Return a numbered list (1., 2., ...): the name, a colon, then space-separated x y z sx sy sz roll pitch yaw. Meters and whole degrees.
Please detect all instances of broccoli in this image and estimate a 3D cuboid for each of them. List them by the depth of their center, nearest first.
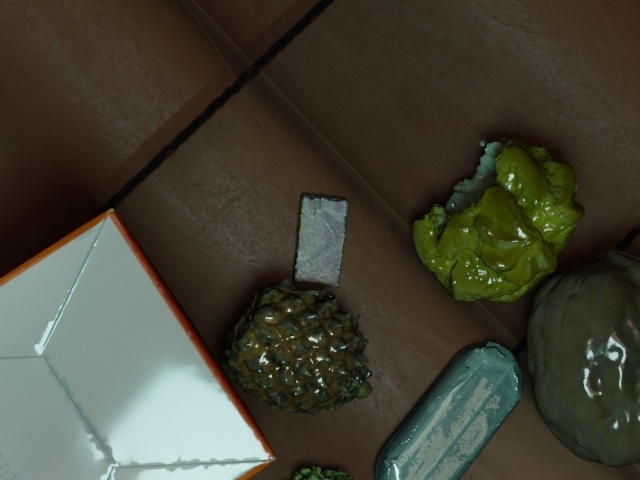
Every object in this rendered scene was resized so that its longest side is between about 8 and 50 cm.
1. broccoli: -0.013 0.322 1.892 0.097 0.092 0.095 16 67 -16

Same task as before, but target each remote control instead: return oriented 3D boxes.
1. remote control: 0.167 0.239 1.940 0.104 0.052 0.247 39 81 -5

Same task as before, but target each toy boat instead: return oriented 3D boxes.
1. toy boat: 0.000 0.000 1.948 0.063 0.016 0.115 7 87 -7

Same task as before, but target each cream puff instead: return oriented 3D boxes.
1. cream puff: 0.236 -0.015 1.899 0.195 0.195 0.221 41 87 -3

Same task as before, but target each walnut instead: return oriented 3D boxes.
1. walnut: 0.378 0.143 1.880 0.273 0.227 0.273 0 90 -6

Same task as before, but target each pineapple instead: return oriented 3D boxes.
1. pineapple: -0.017 0.140 1.875 0.193 0.166 0.166 32 84 -13

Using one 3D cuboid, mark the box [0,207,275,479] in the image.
1. box: -0.280 0.189 1.787 0.318 0.257 0.348 -34 92 -6
